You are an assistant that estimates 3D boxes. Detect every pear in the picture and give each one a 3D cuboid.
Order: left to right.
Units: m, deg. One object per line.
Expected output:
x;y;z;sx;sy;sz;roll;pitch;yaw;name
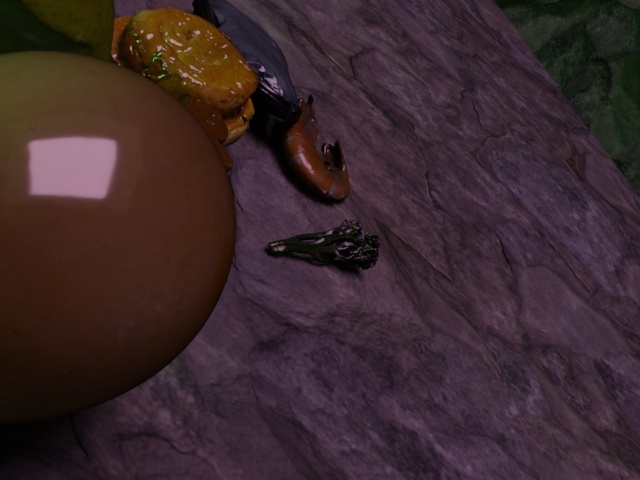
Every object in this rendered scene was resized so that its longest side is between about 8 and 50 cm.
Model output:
-0.322;-0.234;1.101;0.286;0.282;0.176;17;31;-43;pear

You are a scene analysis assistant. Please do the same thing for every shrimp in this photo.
-0.011;-0.156;1.665;0.150;0.068;0.249;38;29;-38;shrimp

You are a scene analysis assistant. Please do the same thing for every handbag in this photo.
-0.120;-0.303;1.676;0.191;0.075;0.332;38;15;-26;handbag

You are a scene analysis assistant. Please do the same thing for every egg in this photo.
-0.235;-0.004;0.850;0.301;0.301;0.374;47;26;9;egg

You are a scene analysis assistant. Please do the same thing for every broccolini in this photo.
-0.004;0.012;1.457;0.201;0.058;0.074;-6;38;-38;broccolini

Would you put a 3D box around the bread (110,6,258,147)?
-0.199;-0.228;1.436;0.236;0.120;0.198;46;34;10;bread

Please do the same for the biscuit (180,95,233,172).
-0.166;-0.129;1.264;0.138;0.031;0.205;44;24;-7;biscuit
